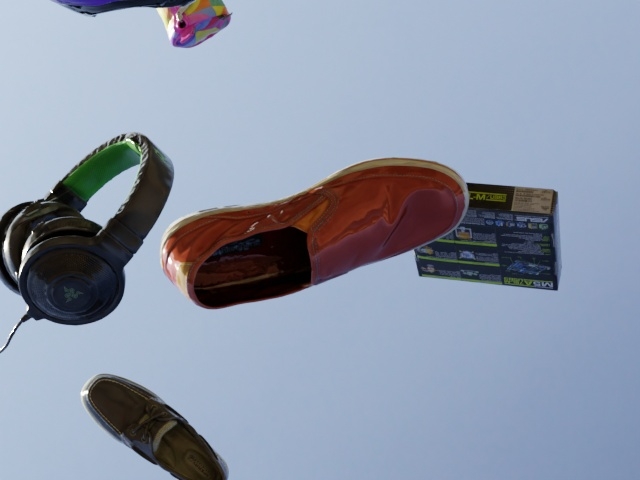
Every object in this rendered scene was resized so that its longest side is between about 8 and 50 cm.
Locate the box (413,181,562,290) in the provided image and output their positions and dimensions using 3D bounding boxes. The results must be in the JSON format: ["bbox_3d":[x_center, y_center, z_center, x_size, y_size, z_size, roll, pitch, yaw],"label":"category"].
[{"bbox_3d":[0.209,-0.006,1.793,0.190,0.184,0.045,5,-119,16],"label":"box"}]

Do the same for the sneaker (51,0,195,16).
[{"bbox_3d":[-0.096,-0.257,1.114,0.293,0.146,0.102,-18,-114,9],"label":"sneaker"}]

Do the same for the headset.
[{"bbox_3d":[-0.354,0.012,1.776,0.394,0.185,0.243,-53,-150,-6],"label":"headset"}]

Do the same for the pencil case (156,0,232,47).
[{"bbox_3d":[-0.213,-0.389,2.009,0.104,0.104,0.236,-23,-99,-24],"label":"pencil case"}]

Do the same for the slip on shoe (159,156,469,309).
[{"bbox_3d":[0.000,0.000,1.460,0.331,0.123,0.101,-13,-147,-8],"label":"slip on shoe"}]

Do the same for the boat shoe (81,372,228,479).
[{"bbox_3d":[-0.204,0.244,1.790,0.223,0.073,0.080,40,-108,-5],"label":"boat shoe"}]
